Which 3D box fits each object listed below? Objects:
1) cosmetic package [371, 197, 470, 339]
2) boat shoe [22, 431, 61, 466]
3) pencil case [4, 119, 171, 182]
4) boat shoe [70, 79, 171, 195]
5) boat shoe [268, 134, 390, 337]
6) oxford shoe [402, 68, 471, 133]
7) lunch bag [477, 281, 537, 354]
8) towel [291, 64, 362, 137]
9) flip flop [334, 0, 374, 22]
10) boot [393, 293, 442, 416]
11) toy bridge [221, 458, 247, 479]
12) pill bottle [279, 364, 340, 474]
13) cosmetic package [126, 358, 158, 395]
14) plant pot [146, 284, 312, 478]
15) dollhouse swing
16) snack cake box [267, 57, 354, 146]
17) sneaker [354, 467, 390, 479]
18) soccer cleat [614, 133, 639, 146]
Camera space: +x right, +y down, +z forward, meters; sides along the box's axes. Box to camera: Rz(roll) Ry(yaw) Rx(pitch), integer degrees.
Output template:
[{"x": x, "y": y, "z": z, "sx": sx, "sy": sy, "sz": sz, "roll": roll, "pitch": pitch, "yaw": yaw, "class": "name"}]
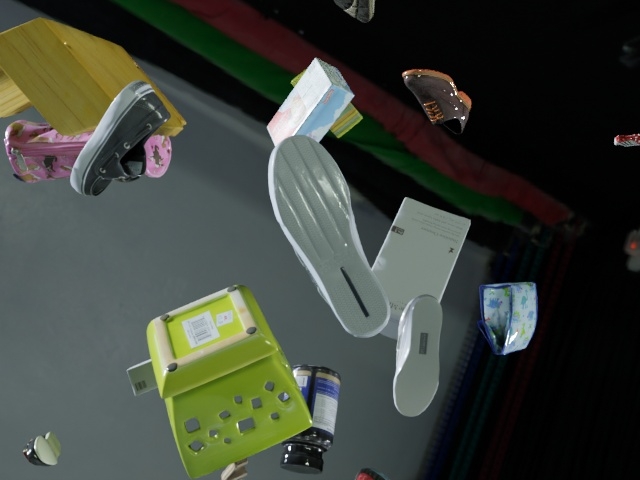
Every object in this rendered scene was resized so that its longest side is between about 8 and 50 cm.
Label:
[{"x": 0.265, "y": 0.090, "z": 2.110, "sx": 0.217, "sy": 0.385, "sz": 0.156, "roll": 20, "pitch": -31, "yaw": 10, "class": "cosmetic package"}, {"x": -0.419, "y": 0.317, "z": 1.093, "sx": 0.049, "sy": 0.042, "sz": 0.133, "roll": 62, "pitch": -15, "yaw": 0, "class": "boat shoe"}, {"x": -0.546, "y": -0.218, "z": 1.730, "sx": 0.386, "sy": 0.167, "sz": 0.160, "roll": -1, "pitch": -40, "yaw": 15, "class": "pencil case"}, {"x": -0.267, "y": -0.119, "z": 0.994, "sx": 0.076, "sy": 0.080, "sz": 0.228, "roll": 45, "pitch": -52, "yaw": -1, "class": "boat shoe"}, {"x": 0.000, "y": 0.000, "z": 1.162, "sx": 0.119, "sy": 0.121, "sz": 0.335, "roll": 170, "pitch": -102, "yaw": -76, "class": "boat shoe"}, {"x": 0.306, "y": -0.361, "z": 1.901, "sx": 0.097, "sy": 0.098, "sz": 0.271, "roll": -5, "pitch": -19, "yaw": 45, "class": "oxford shoe"}, {"x": 0.412, "y": 0.168, "z": 1.600, "sx": 0.096, "sy": 0.151, "sz": 0.129, "roll": -7, "pitch": -4, "yaw": 42, "class": "lunch bag"}, {"x": 0.021, "y": -0.425, "z": 2.223, "sx": 0.237, "sy": 0.102, "sz": 0.021, "roll": 46, "pitch": 14, "yaw": -28, "class": "towel"}, {"x": 0.091, "y": -0.591, "z": 1.647, "sx": 0.112, "sy": 0.080, "sz": 0.277, "roll": 36, "pitch": -16, "yaw": 12, "class": "flip flop"}, {"x": 0.208, "y": 0.248, "z": 1.592, "sx": 0.095, "sy": 0.258, "sz": 0.123, "roll": 13, "pitch": -7, "yaw": -1, "class": "boot"}, {"x": -0.217, "y": 0.589, "z": 1.839, "sx": 0.026, "sy": 0.063, "sz": 0.188, "roll": 59, "pitch": -23, "yaw": 32, "class": "toy bridge"}, {"x": -0.027, "y": 0.395, "z": 1.615, "sx": 0.123, "sy": 0.219, "sz": 0.123, "roll": 7, "pitch": -27, "yaw": 4, "class": "pill bottle"}, {"x": -0.265, "y": 0.242, "z": 1.497, "sx": 0.239, "sy": 0.060, "sz": 0.099, "roll": -21, "pitch": -7, "yaw": 1, "class": "cosmetic package"}, {"x": -0.168, "y": 0.220, "z": 1.237, "sx": 0.228, "sy": 0.227, "sz": 0.207, "roll": -126, "pitch": -164, "yaw": -57, "class": "plant pot"}, {"x": -0.510, "y": -0.243, "z": 1.435, "sx": 0.315, "sy": 0.305, "sz": 0.347, "roll": 50, "pitch": 9, "yaw": -1, "class": "dollhouse swing"}, {"x": -0.034, "y": -0.370, "z": 2.108, "sx": 0.089, "sy": 0.264, "sz": 0.152, "roll": 18, "pitch": 33, "yaw": -37, "class": "snack cake box"}, {"x": 0.177, "y": 0.604, "z": 1.600, "sx": 0.262, "sy": 0.104, "sz": 0.125, "roll": 45, "pitch": 12, "yaw": 18, "class": "sneaker"}, {"x": 0.817, "y": -0.262, "z": 1.926, "sx": 0.083, "sy": 0.029, "sz": 0.035, "roll": 2, "pitch": -22, "yaw": 8, "class": "soccer cleat"}]
